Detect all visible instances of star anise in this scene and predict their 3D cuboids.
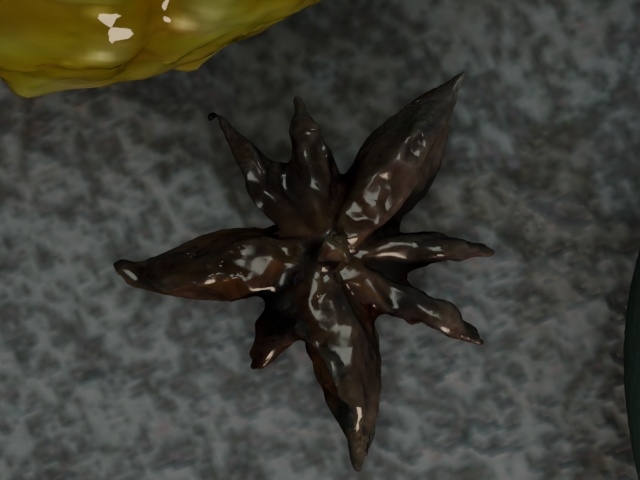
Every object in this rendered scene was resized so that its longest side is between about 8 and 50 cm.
[{"bbox_3d":[0.010,-0.006,0.685,0.124,0.056,0.129,39,89,4],"label":"star anise"}]

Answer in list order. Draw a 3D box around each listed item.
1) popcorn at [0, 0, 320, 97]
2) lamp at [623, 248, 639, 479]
[{"bbox_3d":[-0.068,-0.175,0.596,0.247,0.282,0.282,24,88,-11],"label":"popcorn"},{"bbox_3d":[0.168,0.029,0.611,0.147,0.209,0.284,9,70,5],"label":"lamp"}]
